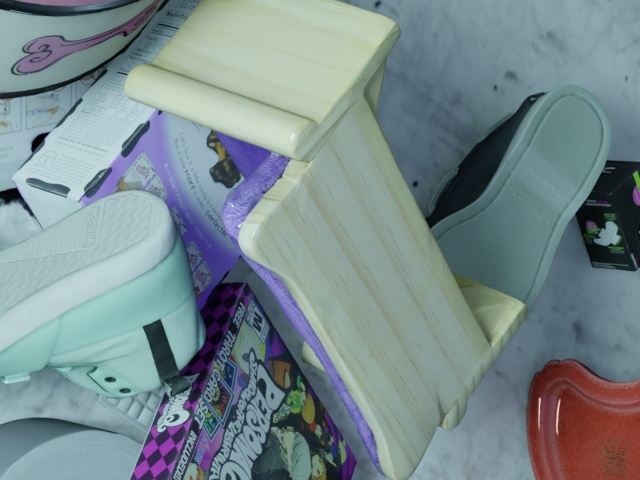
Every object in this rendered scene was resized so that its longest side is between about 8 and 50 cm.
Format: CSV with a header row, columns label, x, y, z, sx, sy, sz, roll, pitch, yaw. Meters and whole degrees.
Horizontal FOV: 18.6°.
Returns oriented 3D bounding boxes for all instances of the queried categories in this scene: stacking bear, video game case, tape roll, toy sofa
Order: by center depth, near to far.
label,x,y,z,sx,sy,sz,roll,pitch,yaw
tape roll,-0.185,0.235,1.355,0.219,0.072,0.219,-5,98,-44
toy sofa,0.000,0.000,1.356,0.177,0.150,0.362,-54,143,-18
video game case,-0.056,0.183,1.410,0.210,0.042,0.232,61,34,-35
stacking bear,0.337,0.203,1.794,0.289,0.175,0.164,10,85,-51

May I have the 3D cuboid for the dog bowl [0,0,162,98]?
label,x,y,z,sx,sy,sz,roll,pitch,yaw
dog bowl,-0.202,-0.299,1.170,0.408,0.150,0.408,13,69,-37

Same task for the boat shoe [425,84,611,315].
label,x,y,z,sx,sy,sz,roll,pitch,yaw
boat shoe,0.138,-0.002,1.625,0.114,0.091,0.302,48,62,-12

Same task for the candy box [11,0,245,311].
label,x,y,z,sx,sy,sz,roll,pitch,yaw
candy box,-0.105,-0.051,1.382,0.196,0.070,0.165,-53,141,-26

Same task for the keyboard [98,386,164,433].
label,x,y,z,sx,sy,sz,roll,pitch,yaw
keyboard,-0.068,0.149,1.497,0.256,0.014,0.072,39,67,-38

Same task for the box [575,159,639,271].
label,x,y,z,sx,sy,sz,roll,pitch,yaw
box,0.273,-0.023,1.778,0.062,0.052,0.083,-39,120,-35

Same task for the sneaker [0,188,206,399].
label,x,y,z,sx,sy,sz,roll,pitch,yaw
sneaker,-0.195,0.079,1.277,0.256,0.094,0.151,-22,136,-2

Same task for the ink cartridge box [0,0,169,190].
label,x,y,z,sx,sy,sz,roll,pitch,yaw
ink cartridge box,-0.185,-0.163,1.350,0.189,0.066,0.232,-16,123,-42
